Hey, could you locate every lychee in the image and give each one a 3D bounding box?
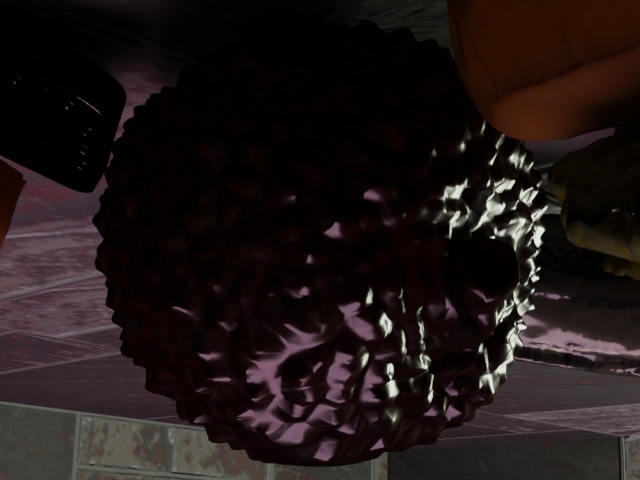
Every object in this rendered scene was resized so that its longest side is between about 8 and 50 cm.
[{"bbox_3d":[0.000,0.000,0.830,0.330,0.306,0.306,19,-179,44],"label":"lychee"}]

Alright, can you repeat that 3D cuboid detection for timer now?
[{"bbox_3d":[-0.206,-0.101,0.873,0.144,0.055,0.187,27,160,-7],"label":"timer"}]

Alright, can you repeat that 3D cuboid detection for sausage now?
[{"bbox_3d":[0.146,-0.126,0.609,0.120,0.136,0.241,9,163,-29],"label":"sausage"}]

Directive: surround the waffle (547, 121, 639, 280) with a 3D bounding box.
[{"bbox_3d":[0.256,-0.061,0.602,0.297,0.073,0.317,-28,-169,-3],"label":"waffle"}]

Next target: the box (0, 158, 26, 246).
[{"bbox_3d":[-0.390,-0.034,0.823,0.341,0.143,0.225,-1,151,39],"label":"box"}]

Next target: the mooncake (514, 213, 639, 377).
[{"bbox_3d":[0.243,0.047,1.147,0.250,0.136,0.254,4,180,5],"label":"mooncake"}]
